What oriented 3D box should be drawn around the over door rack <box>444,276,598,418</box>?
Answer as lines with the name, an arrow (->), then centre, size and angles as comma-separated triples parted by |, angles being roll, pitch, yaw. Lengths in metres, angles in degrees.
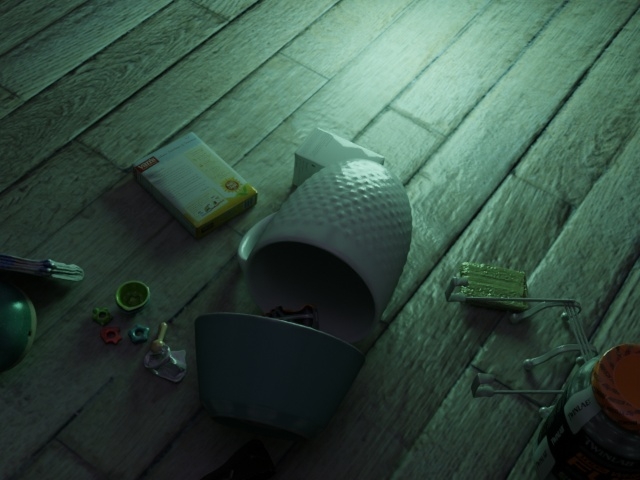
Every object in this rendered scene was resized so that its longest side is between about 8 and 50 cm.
over door rack -> 0.391, 0.212, 1.692 | 0.324, 0.108, 0.239 | 11, 47, -23

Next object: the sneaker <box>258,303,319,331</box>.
sneaker -> -0.084, 0.166, 1.662 | 0.215, 0.084, 0.083 | -4, 70, 35

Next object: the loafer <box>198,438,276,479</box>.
loafer -> -0.159, 0.430, 1.489 | 0.078, 0.080, 0.220 | 37, 57, 22

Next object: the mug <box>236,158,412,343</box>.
mug -> 0.000, 0.000, 1.761 | 0.374, 0.276, 0.328 | -3, 38, 31

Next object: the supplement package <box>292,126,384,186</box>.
supplement package -> 0.039, -0.156, 1.967 | 0.179, 0.105, 0.105 | 25, 53, 15

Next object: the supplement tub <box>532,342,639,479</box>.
supplement tub -> 0.496, 0.322, 1.499 | 0.193, 0.316, 0.194 | 3, 51, -3

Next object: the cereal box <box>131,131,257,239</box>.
cereal box -> -0.280, -0.126, 1.943 | 0.173, 0.047, 0.240 | -33, 61, -28

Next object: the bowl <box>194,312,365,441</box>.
bowl -> -0.088, 0.251, 1.532 | 0.311, 0.311, 0.163 | 11, 70, 3

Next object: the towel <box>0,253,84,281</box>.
towel -> -0.617, 0.037, 1.687 | 0.285, 0.209, 0.034 | 10, 85, 3

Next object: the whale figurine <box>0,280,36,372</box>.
whale figurine -> -0.665, 0.148, 1.601 | 0.272, 0.141, 0.216 | 10, 83, 10

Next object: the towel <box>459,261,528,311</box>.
towel -> 0.365, 0.099, 1.845 | 0.148, 0.027, 0.110 | 10, 48, 0

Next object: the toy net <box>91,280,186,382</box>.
toy net -> -0.346, 0.185, 1.688 | 0.122, 0.045, 0.232 | -27, 59, -25
